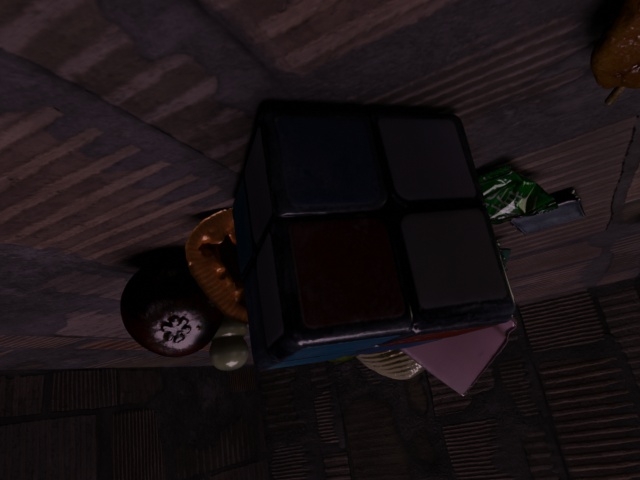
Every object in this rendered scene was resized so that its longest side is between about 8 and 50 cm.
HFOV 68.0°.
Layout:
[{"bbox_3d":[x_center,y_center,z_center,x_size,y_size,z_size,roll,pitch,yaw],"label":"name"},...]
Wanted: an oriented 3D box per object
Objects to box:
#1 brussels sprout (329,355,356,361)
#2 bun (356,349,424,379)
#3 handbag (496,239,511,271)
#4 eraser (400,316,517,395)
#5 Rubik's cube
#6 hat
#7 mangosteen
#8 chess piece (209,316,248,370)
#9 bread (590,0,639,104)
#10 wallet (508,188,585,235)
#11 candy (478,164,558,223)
[{"bbox_3d":[0.046,0.174,1.276,0.226,0.259,0.295,14,111,-10],"label":"brussels sprout"},{"bbox_3d":[0.257,0.309,1.709,0.365,0.365,0.219,-23,-172,34],"label":"bun"},{"bbox_3d":[0.419,0.135,1.392,0.273,0.269,0.100,2,-158,-23],"label":"handbag"},{"bbox_3d":[0.340,0.221,1.264,0.359,0.122,0.272,38,90,-33],"label":"eraser"},{"bbox_3d":[0.046,0.013,0.733,0.315,0.314,0.318,-4,161,-17],"label":"Rubik's cube"},{"bbox_3d":[-0.149,0.036,1.015,0.244,0.234,0.233,4,-174,-8],"label":"hat"},{"bbox_3d":[-0.335,0.137,1.109,0.235,0.236,0.261,-5,-157,-15],"label":"mangosteen"},{"bbox_3d":[-0.256,0.223,1.283,0.144,0.252,0.144,-8,161,-3],"label":"chess piece"},{"bbox_3d":[0.376,-0.252,0.498,0.124,0.084,0.344,10,164,10],"label":"bread"},{"bbox_3d":[0.582,-0.068,1.217,0.167,0.036,0.222,-22,160,29],"label":"wallet"},{"bbox_3d":[0.368,-0.091,0.977,0.203,0.078,0.141,20,135,-36],"label":"candy"}]
